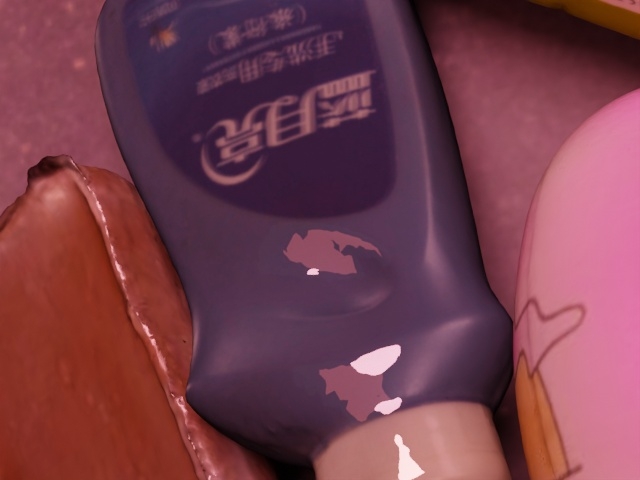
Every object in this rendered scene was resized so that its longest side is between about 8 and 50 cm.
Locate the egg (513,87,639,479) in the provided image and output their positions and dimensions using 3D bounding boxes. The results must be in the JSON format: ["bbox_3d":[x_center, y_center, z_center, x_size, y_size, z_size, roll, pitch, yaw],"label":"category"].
[{"bbox_3d":[0.164,0.070,0.540,0.196,0.196,0.271,-40,75,17],"label":"egg"}]

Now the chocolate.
[{"bbox_3d":[-0.082,0.100,0.702,0.161,0.083,0.261,-36,70,39],"label":"chocolate"}]

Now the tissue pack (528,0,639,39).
[{"bbox_3d":[0.071,-0.216,0.571,0.274,0.200,0.167,25,59,23],"label":"tissue pack"}]

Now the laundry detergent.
[{"bbox_3d":[0.000,0.000,0.626,0.143,0.094,0.290,-21,61,5],"label":"laundry detergent"}]
